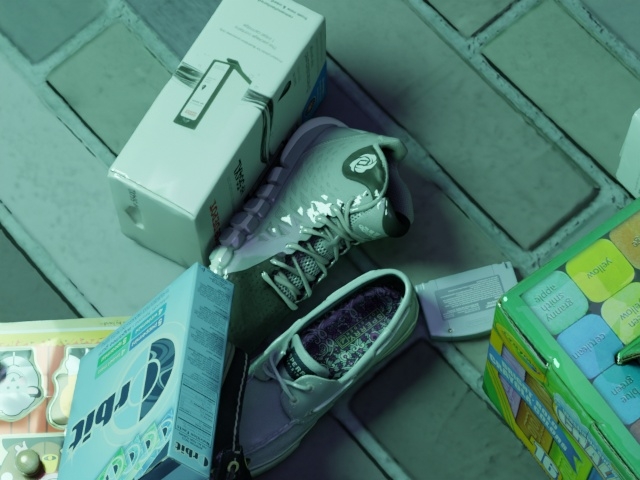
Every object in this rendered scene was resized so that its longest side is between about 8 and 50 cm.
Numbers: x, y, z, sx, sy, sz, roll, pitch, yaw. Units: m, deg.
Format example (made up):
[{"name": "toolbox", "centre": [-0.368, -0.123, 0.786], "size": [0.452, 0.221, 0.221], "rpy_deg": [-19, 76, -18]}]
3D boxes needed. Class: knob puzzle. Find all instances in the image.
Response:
[{"name": "knob puzzle", "centre": [-0.220, 0.154, 1.466], "size": [0.213, 0.030, 0.213], "rpy_deg": [0, 68, 1]}]

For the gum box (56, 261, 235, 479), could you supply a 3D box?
[{"name": "gum box", "centre": [-0.133, 0.129, 1.355], "size": [0.041, 0.157, 0.184], "rpy_deg": [33, 39, -25]}]

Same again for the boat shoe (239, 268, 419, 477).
[{"name": "boat shoe", "centre": [-0.014, 0.099, 1.453], "size": [0.227, 0.081, 0.079], "rpy_deg": [-40, 72, -14]}]

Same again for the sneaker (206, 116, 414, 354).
[{"name": "sneaker", "centre": [0.000, 0.000, 1.466], "size": [0.132, 0.086, 0.229], "rpy_deg": [10, 65, 39]}]

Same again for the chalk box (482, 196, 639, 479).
[{"name": "chalk box", "centre": [0.243, 0.084, 1.340], "size": [0.180, 0.289, 0.179], "rpy_deg": [-33, 71, -11]}]

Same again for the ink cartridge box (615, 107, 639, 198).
[{"name": "ink cartridge box", "centre": [0.347, -0.057, 1.481], "size": [0.128, 0.127, 0.176], "rpy_deg": [-40, 71, -13]}]

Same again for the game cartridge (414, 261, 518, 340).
[{"name": "game cartridge", "centre": [0.124, 0.052, 1.504], "size": [0.083, 0.017, 0.056], "rpy_deg": [-14, 65, -4]}]

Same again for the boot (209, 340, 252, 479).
[{"name": "boot", "centre": [-0.044, 0.209, 1.385], "size": [0.178, 0.085, 0.236], "rpy_deg": [20, 72, -17]}]

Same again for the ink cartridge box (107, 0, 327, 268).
[{"name": "ink cartridge box", "centre": [-0.080, -0.090, 1.496], "size": [0.086, 0.148, 0.203], "rpy_deg": [28, 72, 10]}]
